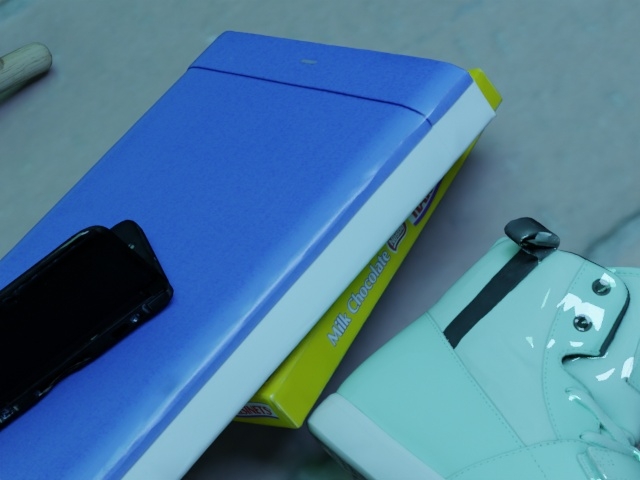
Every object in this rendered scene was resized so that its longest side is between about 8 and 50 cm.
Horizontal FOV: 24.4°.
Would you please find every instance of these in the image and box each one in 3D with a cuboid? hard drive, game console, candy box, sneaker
[{"bbox_3d":[-0.089,0.028,0.695,0.318,0.040,0.210,-48,34,-17],"label":"hard drive"},{"bbox_3d":[-0.132,0.029,0.628,0.122,0.071,0.107,-36,32,0],"label":"game console"},{"bbox_3d":[0.000,0.000,0.711,0.105,0.027,0.206,-5,44,49],"label":"candy box"},{"bbox_3d":[0.125,0.087,0.589,0.151,0.094,0.256,-48,52,-9],"label":"sneaker"}]

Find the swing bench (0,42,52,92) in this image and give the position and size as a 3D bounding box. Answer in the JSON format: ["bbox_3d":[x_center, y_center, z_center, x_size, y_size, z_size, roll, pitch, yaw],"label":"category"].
[{"bbox_3d":[-0.344,-0.126,0.860,0.255,0.165,0.253,-43,54,-14],"label":"swing bench"}]
